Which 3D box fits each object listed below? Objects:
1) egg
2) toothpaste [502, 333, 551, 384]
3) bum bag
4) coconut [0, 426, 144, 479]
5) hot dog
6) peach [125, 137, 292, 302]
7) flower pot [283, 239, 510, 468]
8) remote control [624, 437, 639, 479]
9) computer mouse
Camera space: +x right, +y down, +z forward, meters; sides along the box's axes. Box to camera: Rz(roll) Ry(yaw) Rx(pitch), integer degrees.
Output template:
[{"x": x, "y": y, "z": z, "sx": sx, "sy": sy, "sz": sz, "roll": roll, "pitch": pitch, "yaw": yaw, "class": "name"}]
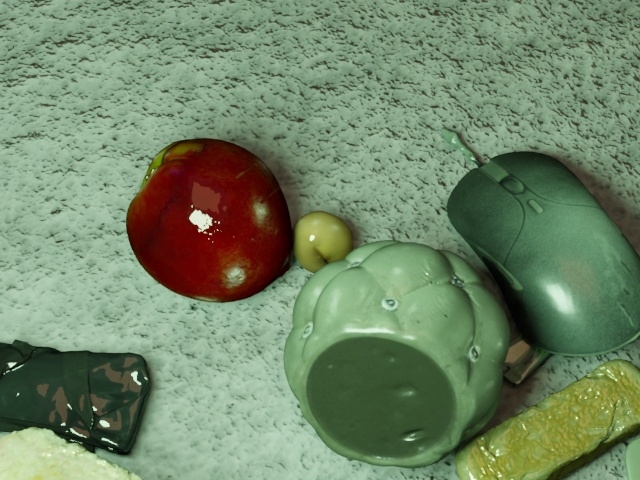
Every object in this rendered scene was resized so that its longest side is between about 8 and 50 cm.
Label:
[{"x": 0.000, "y": 0.000, "z": 2.041, "sx": 0.071, "sy": 0.083, "sz": 0.071, "roll": -5, "pitch": 64, "yaw": 11, "class": "egg"}, {"x": 0.277, "y": 0.092, "z": 2.023, "sx": 0.197, "sy": 0.029, "sz": 0.048, "roll": -38, "pitch": 62, "yaw": -18, "class": "toothpaste"}, {"x": -0.312, "y": 0.167, "z": 1.958, "sx": 0.248, "sy": 0.060, "sz": 0.123, "roll": 7, "pitch": 62, "yaw": 4, "class": "bum bag"}, {"x": -0.287, "y": 0.350, "z": 1.731, "sx": 0.297, "sy": 0.297, "sz": 0.254, "roll": 22, "pitch": 55, "yaw": 12, "class": "coconut"}, {"x": 0.255, "y": 0.216, "z": 1.928, "sx": 0.242, "sy": 0.073, "sz": 0.084, "roll": -29, "pitch": 67, "yaw": -15, "class": "hot dog"}, {"x": -0.117, "y": -0.019, "z": 2.003, "sx": 0.197, "sy": 0.197, "sz": 0.197, "roll": 0, "pitch": 61, "yaw": 0, "class": "peach"}, {"x": 0.082, "y": 0.118, "z": 1.890, "sx": 0.246, "sy": 0.246, "sz": 0.195, "roll": 13, "pitch": 29, "yaw": 7, "class": "flower pot"}, {"x": 0.381, "y": 0.353, "z": 1.872, "sx": 0.090, "sy": 0.038, "sz": 0.309, "roll": -2, "pitch": 61, "yaw": -2, "class": "remote control"}, {"x": 0.241, "y": -0.021, "z": 2.037, "sx": 0.167, "sy": 0.090, "sz": 0.379, "roll": -30, "pitch": 56, "yaw": -13, "class": "computer mouse"}]
